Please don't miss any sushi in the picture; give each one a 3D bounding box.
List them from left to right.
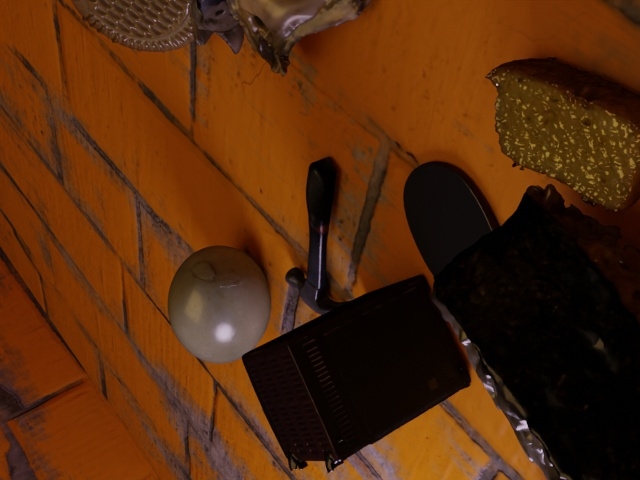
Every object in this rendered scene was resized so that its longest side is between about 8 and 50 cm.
[{"bbox_3d":[-0.129,-0.378,1.094,0.273,0.134,0.109,95,153,-64],"label":"sushi"},{"bbox_3d":[0.262,0.125,0.772,0.348,0.207,0.234,56,-171,20],"label":"sushi"}]

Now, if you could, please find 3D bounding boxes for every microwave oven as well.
[{"bbox_3d":[0.045,0.180,1.115,0.188,0.247,0.178,-32,82,59],"label":"microwave oven"}]

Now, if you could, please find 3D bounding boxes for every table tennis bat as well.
[{"bbox_3d":[0.182,0.031,1.006,0.154,0.021,0.274,-25,89,61],"label":"table tennis bat"}]

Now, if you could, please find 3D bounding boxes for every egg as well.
[{"bbox_3d":[-0.182,0.119,1.474,0.186,0.186,0.253,42,149,33],"label":"egg"}]

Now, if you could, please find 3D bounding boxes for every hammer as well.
[{"bbox_3d":[0.000,0.000,1.245,0.137,0.037,0.290,42,144,34],"label":"hammer"}]

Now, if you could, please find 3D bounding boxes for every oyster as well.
[{"bbox_3d":[-0.028,-0.335,0.964,0.271,0.100,0.275,6,130,45],"label":"oyster"}]

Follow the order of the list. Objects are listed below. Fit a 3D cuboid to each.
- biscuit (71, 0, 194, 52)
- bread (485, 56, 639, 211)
[{"bbox_3d":[-0.270,-0.389,1.206,0.259,0.079,0.259,8,135,8],"label":"biscuit"},{"bbox_3d":[0.239,-0.105,0.765,0.187,0.065,0.103,32,139,40],"label":"bread"}]
